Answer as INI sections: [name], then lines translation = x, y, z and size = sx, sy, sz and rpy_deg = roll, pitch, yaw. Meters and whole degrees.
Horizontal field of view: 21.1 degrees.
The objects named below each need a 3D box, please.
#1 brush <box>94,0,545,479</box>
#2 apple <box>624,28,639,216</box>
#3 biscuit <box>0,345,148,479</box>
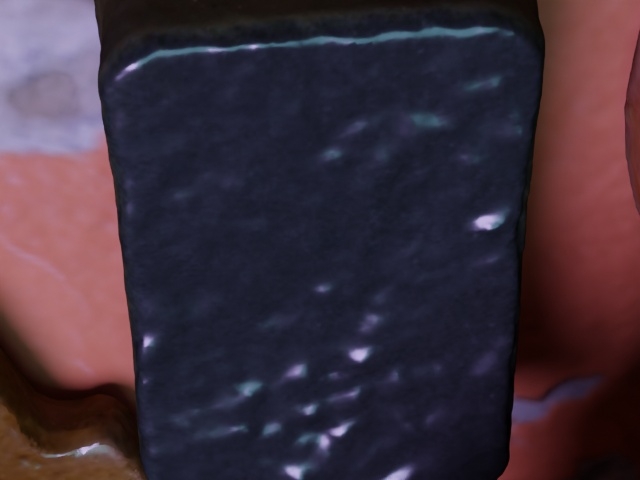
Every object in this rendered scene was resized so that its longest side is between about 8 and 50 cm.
[brush]
translation = 0.000, 0.000, 0.517
size = 0.123, 0.059, 0.197
rpy_deg = -3, 131, -1
[apple]
translation = 0.246, -0.008, 0.468
size = 0.293, 0.163, 0.251
rpy_deg = -23, 130, 12
[biscuit]
translation = -0.169, 0.110, 0.601
size = 0.301, 0.043, 0.278
rpy_deg = 15, 121, -22
